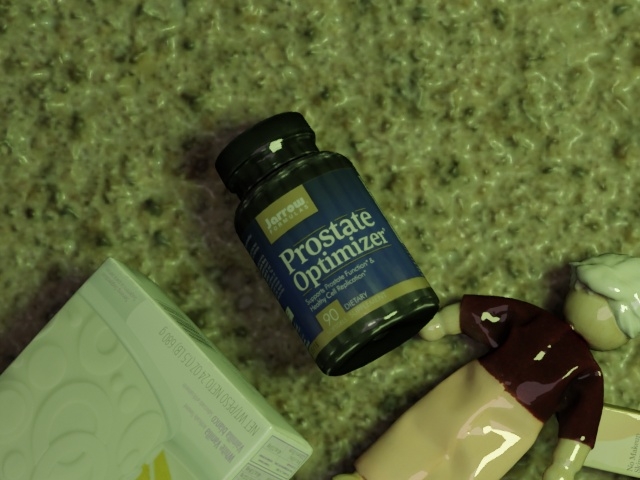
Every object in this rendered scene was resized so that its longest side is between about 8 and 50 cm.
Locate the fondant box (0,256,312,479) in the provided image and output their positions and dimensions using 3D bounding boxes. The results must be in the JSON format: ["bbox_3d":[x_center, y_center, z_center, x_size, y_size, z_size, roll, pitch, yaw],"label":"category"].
[{"bbox_3d":[-0.205,0.216,1.412,0.330,0.096,0.238,-48,61,2],"label":"fondant box"}]

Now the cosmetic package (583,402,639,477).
[{"bbox_3d":[0.288,0.184,1.462,0.115,0.041,0.060,10,90,2],"label":"cosmetic package"}]

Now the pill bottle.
[{"bbox_3d":[0.000,0.000,1.427,0.123,0.123,0.219,-33,75,2],"label":"pill bottle"}]

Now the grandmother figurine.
[{"bbox_3d":[0.167,0.133,1.443,0.342,0.104,0.208,-41,76,-1],"label":"grandmother figurine"}]
